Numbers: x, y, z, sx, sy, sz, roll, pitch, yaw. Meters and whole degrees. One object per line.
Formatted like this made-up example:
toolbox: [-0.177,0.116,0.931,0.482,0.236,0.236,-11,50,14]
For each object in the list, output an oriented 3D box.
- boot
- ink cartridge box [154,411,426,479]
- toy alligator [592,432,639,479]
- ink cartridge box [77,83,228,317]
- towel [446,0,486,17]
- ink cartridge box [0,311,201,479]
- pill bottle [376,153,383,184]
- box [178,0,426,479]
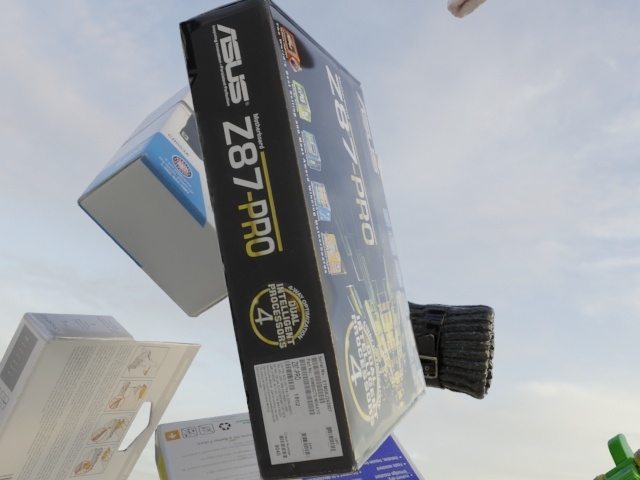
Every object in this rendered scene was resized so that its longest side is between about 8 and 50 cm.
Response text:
boot: [0.191,0.273,1.337,0.260,0.347,0.131,8,20,13]
ink cartridge box: [-0.021,0.314,0.832,0.304,0.307,0.072,-2,-63,-21]
toy alligator: [0.252,0.219,0.539,0.051,0.189,0.056,42,-66,-2]
ink cartridge box: [-0.180,-0.076,1.022,0.129,0.307,0.223,-32,-67,22]
towel: [0.334,-0.527,1.048,0.053,0.331,0.317,34,-30,-18]
ink cartridge box: [-0.331,0.241,0.943,0.066,0.296,0.261,35,11,31]
pill bottle: [0.057,-0.133,1.438,0.137,0.078,0.078,-5,-27,11]
box: [0.000,0.000,0.709,0.097,0.394,0.318,-13,-6,16]
